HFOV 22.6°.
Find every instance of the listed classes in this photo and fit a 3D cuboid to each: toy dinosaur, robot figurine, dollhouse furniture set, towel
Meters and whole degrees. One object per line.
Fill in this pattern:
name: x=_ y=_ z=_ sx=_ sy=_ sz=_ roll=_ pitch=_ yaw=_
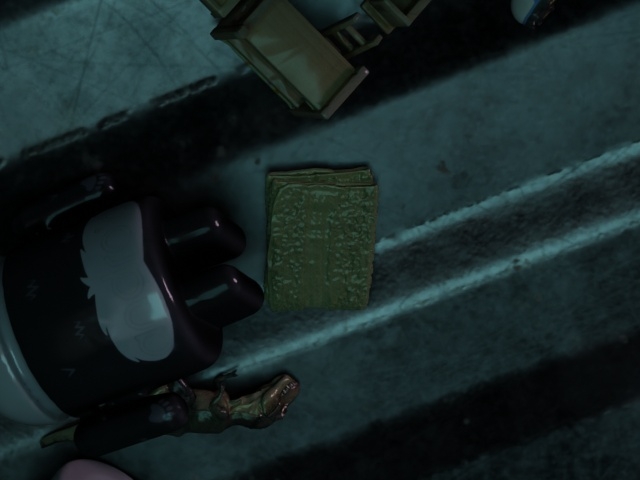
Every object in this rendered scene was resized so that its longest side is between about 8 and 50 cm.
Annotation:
toy dinosaur: x=-0.158 y=0.149 z=1.568 sx=0.268 sy=0.064 sz=0.118 roll=-8 pitch=121 yaw=5
robot figurine: x=-0.196 y=0.063 z=1.460 sx=0.278 sy=0.209 sz=0.173 roll=-22 pitch=124 yaw=9
dollhouse furniture set: x=-0.021 y=-0.227 z=1.405 sx=0.182 sy=0.101 sz=0.161 roll=44 pitch=81 yaw=-18
towel: x=0.000 y=0.000 z=1.523 sx=0.110 sy=0.027 sz=0.148 roll=0 pitch=113 yaw=-3

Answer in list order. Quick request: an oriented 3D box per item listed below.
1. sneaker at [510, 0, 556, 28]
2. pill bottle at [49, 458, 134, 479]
sneaker: x=0.178 y=-0.274 z=1.190 sx=0.086 sy=0.085 sz=0.237 roll=22 pitch=119 yaw=15
pill bottle: x=-0.274 y=0.350 z=1.609 sx=0.136 sy=0.136 sz=0.245 roll=35 pitch=108 yaw=-16
